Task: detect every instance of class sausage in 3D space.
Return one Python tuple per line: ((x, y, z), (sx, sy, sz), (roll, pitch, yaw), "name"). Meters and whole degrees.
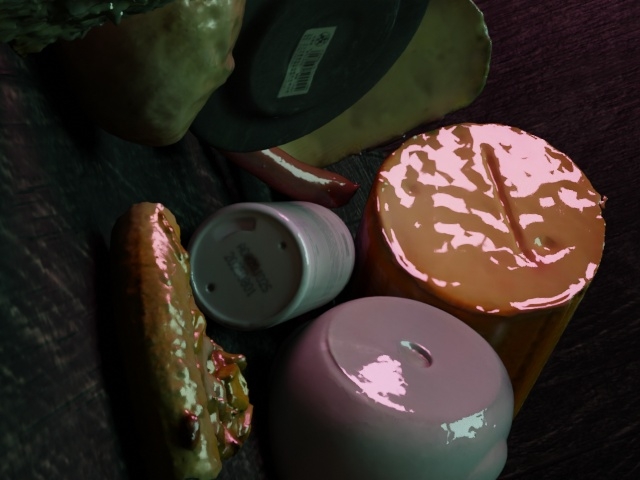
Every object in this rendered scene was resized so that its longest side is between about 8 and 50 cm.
((0.133, 0.054, 1.415), (0.287, 0.233, 0.233), (105, -22, -53), "sausage")
((-0.041, -0.074, 1.310), (0.177, 0.047, 0.040), (31, 4, -32), "sausage")

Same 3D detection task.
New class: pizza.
((-0.079, 0.087, 0.868), (0.161, 0.063, 0.182), (71, 5, -48), "pizza")

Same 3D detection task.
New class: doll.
((0.048, 0.170, 1.211), (0.251, 0.221, 0.221), (-30, 103, -56), "doll")

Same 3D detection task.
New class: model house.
((0.003, -0.253, 1.430), (0.266, 0.261, 0.321), (-120, -173, -74), "model house")

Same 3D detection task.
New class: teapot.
((-0.087, -0.229, 1.087), (0.239, 0.239, 0.322), (49, 21, 26), "teapot")

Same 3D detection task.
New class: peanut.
((-0.124, -0.186, 0.898), (0.122, 0.137, 0.253), (-77, 146, -78), "peanut")

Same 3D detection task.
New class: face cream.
((-0.030, 0.015, 1.207), (0.345, 0.102, 0.102), (-1, 73, -82), "face cream")

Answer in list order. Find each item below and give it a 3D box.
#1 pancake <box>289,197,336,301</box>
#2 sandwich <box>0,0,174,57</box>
((-0.001, 0.001, 1.635), (0.236, 0.042, 0.222), (56, 13, -72), "pancake")
((-0.073, -0.267, 0.743), (0.131, 0.325, 0.262), (-163, -126, -87), "sandwich")
